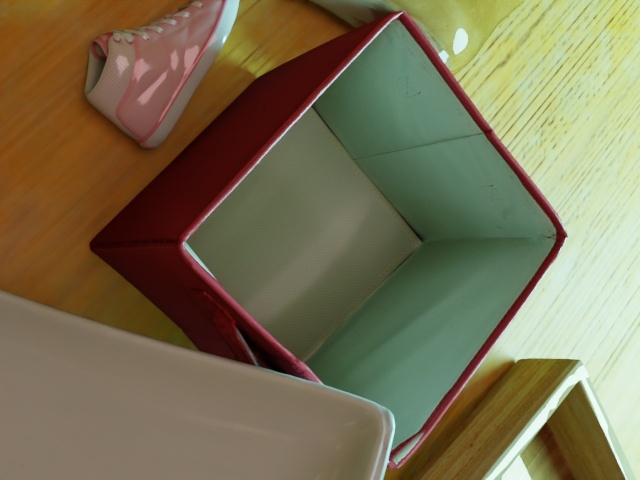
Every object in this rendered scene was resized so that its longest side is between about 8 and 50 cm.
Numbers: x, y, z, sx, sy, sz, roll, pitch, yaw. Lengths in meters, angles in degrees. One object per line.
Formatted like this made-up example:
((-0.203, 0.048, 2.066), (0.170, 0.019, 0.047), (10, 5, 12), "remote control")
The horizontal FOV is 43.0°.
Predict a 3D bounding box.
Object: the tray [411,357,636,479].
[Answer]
((0.107, 0.292, 0.614), (0.411, 0.076, 0.202), (-38, 106, -35), "tray")

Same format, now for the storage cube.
((0.000, 0.000, 0.526), (0.183, 0.193, 0.215), (48, 68, -19), "storage cube")

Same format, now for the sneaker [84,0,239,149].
((-0.110, -0.135, 0.548), (0.070, 0.051, 0.134), (33, 78, -29), "sneaker")

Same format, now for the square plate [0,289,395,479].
((-0.171, 0.203, 0.420), (0.347, 0.049, 0.344), (15, 80, 13), "square plate")

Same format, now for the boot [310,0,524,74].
((0.036, -0.256, 0.611), (0.211, 0.104, 0.295), (-47, 115, -26), "boot")
